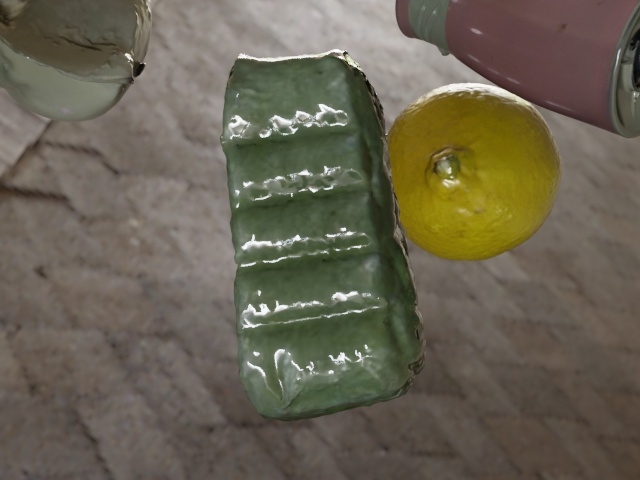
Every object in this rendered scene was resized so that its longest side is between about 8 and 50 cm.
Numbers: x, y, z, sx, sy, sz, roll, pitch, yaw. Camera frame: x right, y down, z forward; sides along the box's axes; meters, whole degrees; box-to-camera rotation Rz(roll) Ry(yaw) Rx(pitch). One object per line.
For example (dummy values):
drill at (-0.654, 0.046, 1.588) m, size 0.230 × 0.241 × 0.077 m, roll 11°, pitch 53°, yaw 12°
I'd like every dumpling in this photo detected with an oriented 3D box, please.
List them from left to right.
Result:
dumpling at (-0.253, -0.202, 1.400) m, size 0.227 × 0.243 × 0.175 m, roll 20°, pitch 73°, yaw -21°

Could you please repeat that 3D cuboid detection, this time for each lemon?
lemon at (0.150, -0.068, 1.647) m, size 0.187 × 0.187 × 0.244 m, roll 40°, pitch 14°, yaw 2°

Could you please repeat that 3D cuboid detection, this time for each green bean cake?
green bean cake at (0.000, 0.000, 0.873) m, size 0.183 × 0.094 × 0.185 m, roll 56°, pitch 24°, yaw -81°

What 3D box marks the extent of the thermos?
thermos at (0.194, -0.212, 1.510) m, size 0.265 × 0.176 × 0.146 m, roll 23°, pitch 53°, yaw 31°
